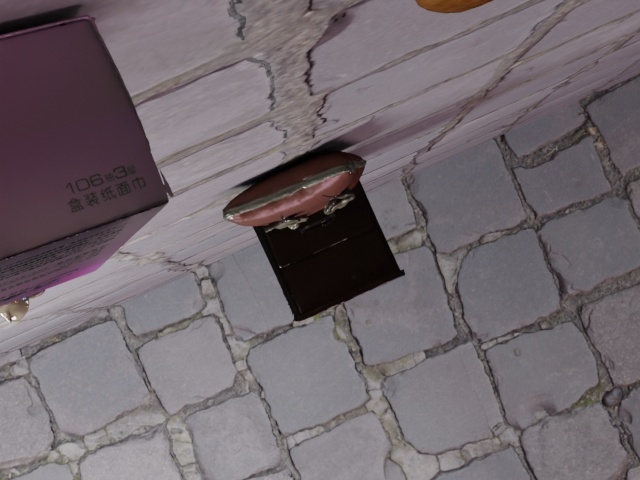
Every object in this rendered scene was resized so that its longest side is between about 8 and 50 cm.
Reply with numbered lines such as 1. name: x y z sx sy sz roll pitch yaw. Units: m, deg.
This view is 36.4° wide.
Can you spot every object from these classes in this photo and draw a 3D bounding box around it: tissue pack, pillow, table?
1. tissue pack: -0.208 0.001 0.409 0.246 0.092 0.148 -23 177 -30
2. pillow: -0.027 -0.059 1.267 0.179 0.075 0.171 -23 179 11
3. table: 0.000 0.000 1.451 0.169 0.193 0.172 -24 178 -6

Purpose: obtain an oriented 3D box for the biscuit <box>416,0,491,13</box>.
1. biscuit: 0.196 -0.202 0.490 0.334 0.047 0.202 -24 178 27

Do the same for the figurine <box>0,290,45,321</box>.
1. figurine: -0.358 0.062 1.138 0.051 0.047 0.083 -39 171 -2
